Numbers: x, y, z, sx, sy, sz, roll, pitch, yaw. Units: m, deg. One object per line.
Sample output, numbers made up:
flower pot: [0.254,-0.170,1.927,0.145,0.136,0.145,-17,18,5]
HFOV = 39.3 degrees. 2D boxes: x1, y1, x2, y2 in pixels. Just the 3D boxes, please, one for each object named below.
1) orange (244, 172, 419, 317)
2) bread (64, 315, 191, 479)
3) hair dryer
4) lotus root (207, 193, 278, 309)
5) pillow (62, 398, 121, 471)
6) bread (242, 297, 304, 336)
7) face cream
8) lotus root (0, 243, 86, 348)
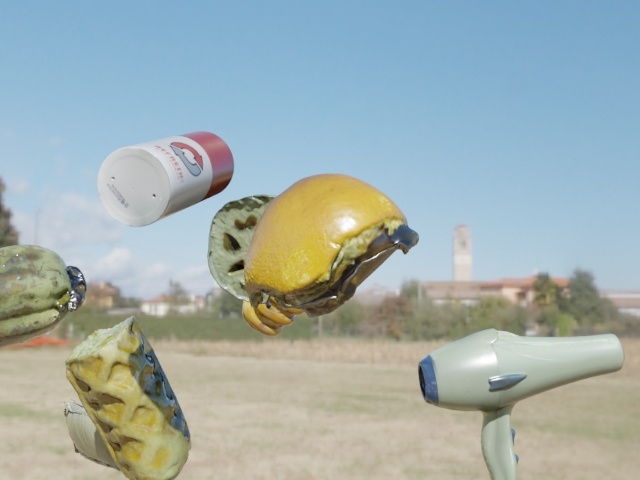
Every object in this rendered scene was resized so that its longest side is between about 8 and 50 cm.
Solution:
orange: [0.000,0.000,0.783,0.169,0.112,0.160,-19,12,20]
bread: [-0.289,0.261,1.390,0.129,0.268,0.152,-25,16,-6]
hair dryer: [0.326,0.246,1.338,0.295,0.298,0.119,-28,10,1]
lotus root: [-0.091,0.007,1.506,0.183,0.204,0.078,15,24,11]
pillow: [-0.394,0.348,1.593,0.053,0.119,0.208,-29,20,-38]
bread: [-0.088,0.130,1.919,0.119,0.177,0.084,38,15,-20]
face cream: [-0.191,-0.085,1.149,0.095,0.096,0.214,-1,12,16]
lotus root: [-0.561,0.103,1.534,0.309,0.173,0.173,-13,5,-42]
